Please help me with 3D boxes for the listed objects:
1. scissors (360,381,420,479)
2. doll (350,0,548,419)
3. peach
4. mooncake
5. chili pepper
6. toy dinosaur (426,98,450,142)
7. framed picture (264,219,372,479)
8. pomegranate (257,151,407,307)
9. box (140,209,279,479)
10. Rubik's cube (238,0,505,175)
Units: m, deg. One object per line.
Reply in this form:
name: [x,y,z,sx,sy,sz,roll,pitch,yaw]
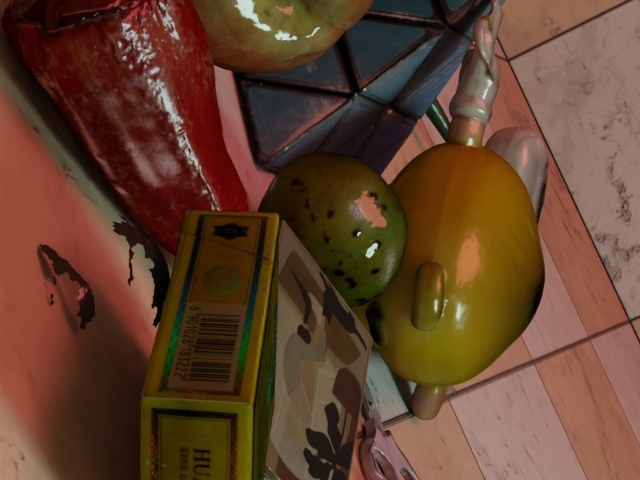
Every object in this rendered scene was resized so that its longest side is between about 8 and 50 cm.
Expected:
scissors: [0.044,0.143,1.551,0.100,0.015,0.189,41,26,-51]
doll: [0.131,-0.007,1.713,0.423,0.161,0.348,73,28,-65]
peach: [-0.055,-0.256,1.507,0.214,0.214,0.235,46,16,-51]
mooncake: [-0.194,-0.043,0.986,0.347,0.057,0.150,18,71,-60]
chili pepper: [-0.109,-0.074,1.246,0.144,0.136,0.252,15,-43,45]
toy dinosaur: [0.063,-0.234,2.153,0.447,0.087,0.300,17,55,-68]
framed picture: [-0.010,0.099,1.351,0.136,0.010,0.201,54,31,-34]
pomegranate: [0.003,-0.004,1.480,0.130,0.130,0.130,57,16,-26]
box: [-0.059,0.091,1.070,0.220,0.064,0.141,-81,173,-62]
Rubik's cube: [0.018,-0.167,1.725,0.229,0.228,0.233,10,-90,63]
